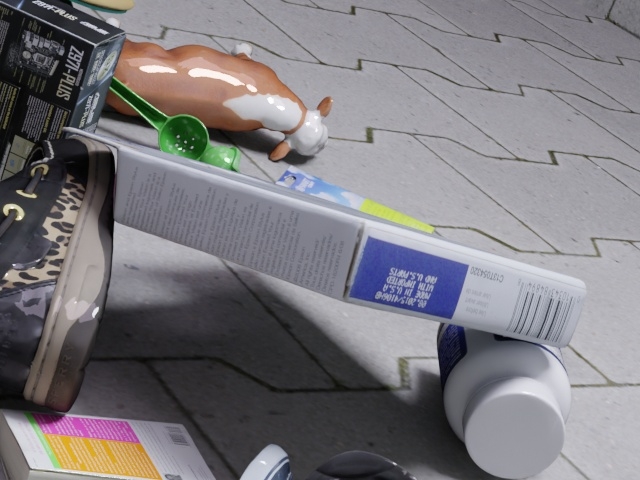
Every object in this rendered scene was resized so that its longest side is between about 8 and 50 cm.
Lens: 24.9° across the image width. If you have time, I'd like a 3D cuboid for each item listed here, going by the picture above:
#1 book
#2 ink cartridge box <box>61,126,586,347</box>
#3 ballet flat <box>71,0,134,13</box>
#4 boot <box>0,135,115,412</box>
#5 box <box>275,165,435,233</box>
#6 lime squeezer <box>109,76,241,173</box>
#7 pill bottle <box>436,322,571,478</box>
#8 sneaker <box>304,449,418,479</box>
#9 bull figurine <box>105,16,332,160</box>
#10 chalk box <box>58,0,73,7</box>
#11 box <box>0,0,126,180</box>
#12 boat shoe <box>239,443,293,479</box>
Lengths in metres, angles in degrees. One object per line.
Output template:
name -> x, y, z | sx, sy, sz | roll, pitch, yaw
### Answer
book -> -0.151, 0.155, 1.028 | 0.144, 0.035, 0.096 | 9, 20, -28
ink cartridge box -> 0.000, 0.000, 1.190 | 0.330, 0.071, 0.324 | 17, 2, 39
ballet flat -> -0.301, -0.303, 1.551 | 0.232, 0.073, 0.080 | 11, 24, -25
boot -> -0.313, -0.012, 1.143 | 0.284, 0.138, 0.377 | 14, 25, -15
box -> 0.031, -0.019, 1.590 | 0.178, 0.042, 0.109 | 23, 21, 4
lime squeezer -> -0.134, -0.106, 1.579 | 0.310, 0.059, 0.110 | 38, -17, 30
pill bottle -> 0.162, 0.126, 1.278 | 0.112, 0.112, 0.187 | 19, 22, -6
sneaker -> 0.106, 0.259, 0.915 | 0.300, 0.111, 0.121 | 48, -5, 21
bull figurine -> -0.132, -0.185, 1.756 | 0.310, 0.101, 0.188 | 12, 19, -28
chalk box -> -0.349, -0.226, 1.604 | 0.213, 0.132, 0.132 | 11, 23, -21
box -> -0.290, -0.144, 1.398 | 0.147, 0.180, 0.077 | 24, 22, 8
boat shoe -> -0.036, 0.209, 0.979 | 0.083, 0.065, 0.183 | 32, 25, 3
